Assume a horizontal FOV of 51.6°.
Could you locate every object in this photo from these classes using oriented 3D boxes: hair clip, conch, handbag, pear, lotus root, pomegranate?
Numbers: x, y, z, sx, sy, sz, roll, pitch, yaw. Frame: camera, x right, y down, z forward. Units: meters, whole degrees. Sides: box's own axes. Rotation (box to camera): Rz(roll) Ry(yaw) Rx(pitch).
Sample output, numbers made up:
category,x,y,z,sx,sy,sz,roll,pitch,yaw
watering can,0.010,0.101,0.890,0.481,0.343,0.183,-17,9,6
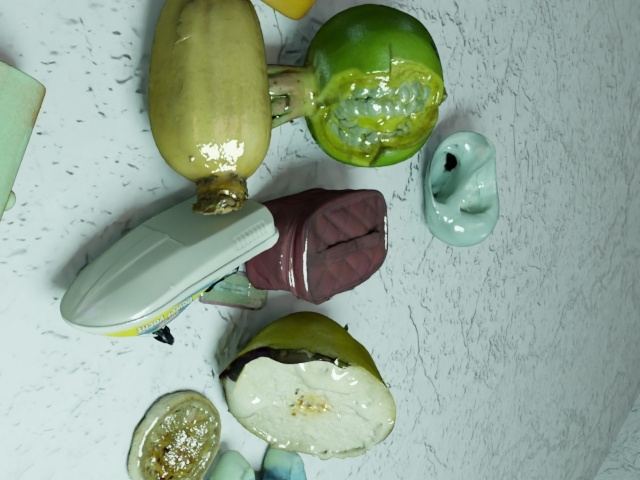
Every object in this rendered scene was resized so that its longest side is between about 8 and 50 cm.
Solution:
category,x,y,z,sx,sy,sz,roll,pitch,yaw
hair clip,-0.126,0.069,0.944,0.137,0.022,0.054,16,86,-53
conch,0.265,-0.098,1.280,0.185,0.121,0.221,8,85,-46
handbag,0.000,0.000,0.979,0.225,0.135,0.146,-20,112,-50
pear,-0.015,0.191,0.991,0.178,0.267,0.267,-86,156,-51
lotus root,-0.132,-0.177,0.794,0.146,0.131,0.303,-1,86,-19
pomegranate,0.031,-0.214,0.944,0.302,0.236,0.236,-7,106,-14

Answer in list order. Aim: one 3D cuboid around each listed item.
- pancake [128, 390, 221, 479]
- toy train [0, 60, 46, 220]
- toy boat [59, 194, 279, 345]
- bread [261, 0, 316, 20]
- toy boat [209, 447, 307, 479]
category,x,y,z,sx,sy,sz,roll,pitch,yaw
pancake,-0.195,0.282,0.910,0.152,0.025,0.151,-12,106,-48
toy train,-0.353,-0.060,0.600,0.177,0.116,0.285,27,77,-60
toy boat,-0.179,0.039,0.802,0.269,0.141,0.140,-46,129,-30
bread,-0.082,-0.372,0.860,0.239,0.074,0.092,14,83,-50
toy boat,-0.121,0.474,0.996,0.215,0.123,0.329,11,79,-57
